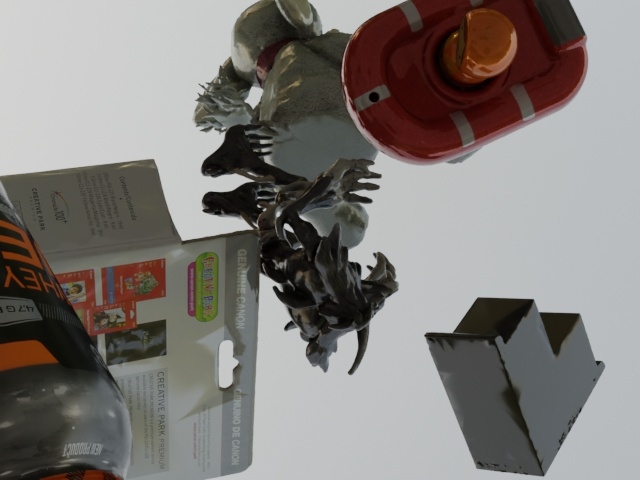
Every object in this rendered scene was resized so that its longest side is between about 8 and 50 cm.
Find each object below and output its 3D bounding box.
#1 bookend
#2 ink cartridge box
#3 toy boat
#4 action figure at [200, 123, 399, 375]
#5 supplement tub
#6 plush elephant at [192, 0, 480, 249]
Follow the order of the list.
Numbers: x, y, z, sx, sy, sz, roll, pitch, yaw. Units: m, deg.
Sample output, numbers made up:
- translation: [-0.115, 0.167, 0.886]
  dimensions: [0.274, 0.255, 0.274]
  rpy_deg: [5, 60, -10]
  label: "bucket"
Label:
- translation: [0.182, 0.103, 1.165]
  dimensions: [0.072, 0.157, 0.156]
  rpy_deg: [0, -145, 38]
  label: "bookend"
- translation: [-0.202, 0.092, 1.168]
  dimensions: [0.272, 0.309, 0.130]
  rpy_deg: [-7, -141, -16]
  label: "ink cartridge box"
- translation: [0.131, -0.162, 1.125]
  dimensions: [0.231, 0.151, 0.151]
  rpy_deg: [-25, -93, -6]
  label: "toy boat"
- translation: [0.000, 0.000, 1.135]
  dimensions: [0.141, 0.164, 0.275]
  rpy_deg: [-21, -136, -22]
  label: "action figure"
- translation: [-0.247, 0.073, 0.755]
  dimensions: [0.207, 0.207, 0.338]
  rpy_deg: [-29, -115, -12]
  label: "supplement tub"
- translation: [-0.013, -0.184, 1.510]
  dimensions: [0.330, 0.272, 0.255]
  rpy_deg: [22, -139, -31]
  label: "plush elephant"
